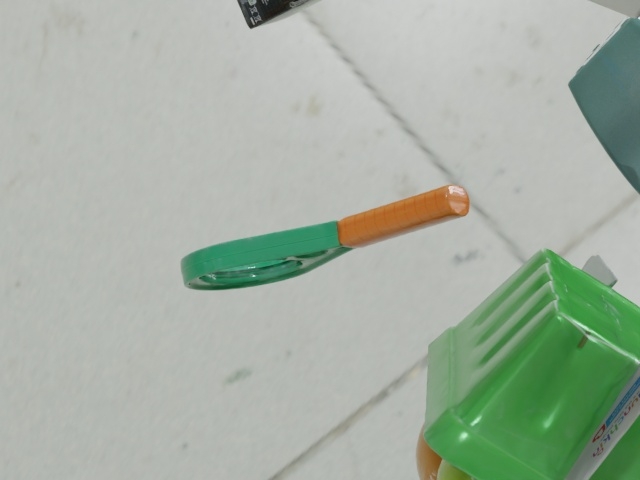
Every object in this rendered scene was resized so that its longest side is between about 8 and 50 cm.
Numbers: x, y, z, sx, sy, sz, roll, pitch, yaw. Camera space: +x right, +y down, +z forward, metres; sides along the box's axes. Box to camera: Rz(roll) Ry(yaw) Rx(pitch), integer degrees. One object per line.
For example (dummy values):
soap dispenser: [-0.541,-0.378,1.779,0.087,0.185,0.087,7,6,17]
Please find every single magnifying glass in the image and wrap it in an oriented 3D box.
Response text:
magnifying glass: [0.000,0.000,1.249,0.092,0.231,0.026,6,73,-52]

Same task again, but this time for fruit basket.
fruit basket: [0.108,0.193,1.157,0.165,0.327,0.353,26,102,-1]

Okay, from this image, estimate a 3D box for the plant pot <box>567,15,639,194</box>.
plant pot: [0.384,-0.134,1.863,0.234,0.165,0.166,43,34,0]

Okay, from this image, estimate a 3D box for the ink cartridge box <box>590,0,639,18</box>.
ink cartridge box: [0.214,-0.324,1.410,0.207,0.283,0.117,21,60,1]

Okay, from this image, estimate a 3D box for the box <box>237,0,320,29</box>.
box: [-0.010,-0.255,1.162,0.045,0.184,0.190,-25,92,-51]
